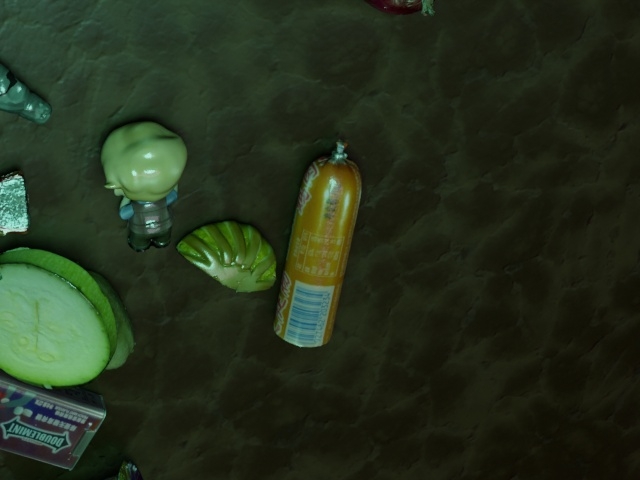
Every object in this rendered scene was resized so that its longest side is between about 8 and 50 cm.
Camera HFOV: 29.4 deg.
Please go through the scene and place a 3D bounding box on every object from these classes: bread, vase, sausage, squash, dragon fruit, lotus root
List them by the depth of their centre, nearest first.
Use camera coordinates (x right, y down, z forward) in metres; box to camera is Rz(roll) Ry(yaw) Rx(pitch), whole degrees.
[{"bbox_3d":[-0.424,-0.203,1.506,0.211,0.060,0.060,31,103,-33],"label":"vase"},{"bbox_3d":[-0.411,-0.047,1.603,0.056,0.060,0.083,-10,94,-10],"label":"dragon fruit"},{"bbox_3d":[-0.380,0.109,1.652,0.219,0.041,0.219,8,126,10],"label":"squash"},{"bbox_3d":[-0.316,0.102,1.706,0.077,0.090,0.183,-10,124,17],"label":"lotus root"},{"bbox_3d":[-0.119,0.021,1.755,0.157,0.083,0.094,37,87,-33],"label":"bread"},{"bbox_3d":[0.000,0.000,1.781,0.093,0.093,0.312,0,117,-23],"label":"sausage"}]

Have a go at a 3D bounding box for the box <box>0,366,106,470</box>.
[{"bbox_3d":[-0.433,0.244,1.750,0.224,0.069,0.120,23,108,-31],"label":"box"}]

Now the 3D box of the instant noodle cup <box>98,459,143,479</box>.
[{"bbox_3d":[-0.370,0.514,1.797,0.266,0.340,0.339,-14,123,-3],"label":"instant noodle cup"}]

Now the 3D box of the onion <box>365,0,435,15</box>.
[{"bbox_3d":[0.120,-0.347,1.604,0.150,0.140,0.150,-9,136,-9],"label":"onion"}]

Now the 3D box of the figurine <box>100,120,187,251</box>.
[{"bbox_3d":[-0.233,-0.072,1.650,0.114,0.108,0.196,-7,138,-8],"label":"figurine"}]

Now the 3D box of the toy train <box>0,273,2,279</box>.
[{"bbox_3d":[-0.493,-0.047,1.508,0.115,0.154,0.269,-21,124,-8],"label":"toy train"}]
